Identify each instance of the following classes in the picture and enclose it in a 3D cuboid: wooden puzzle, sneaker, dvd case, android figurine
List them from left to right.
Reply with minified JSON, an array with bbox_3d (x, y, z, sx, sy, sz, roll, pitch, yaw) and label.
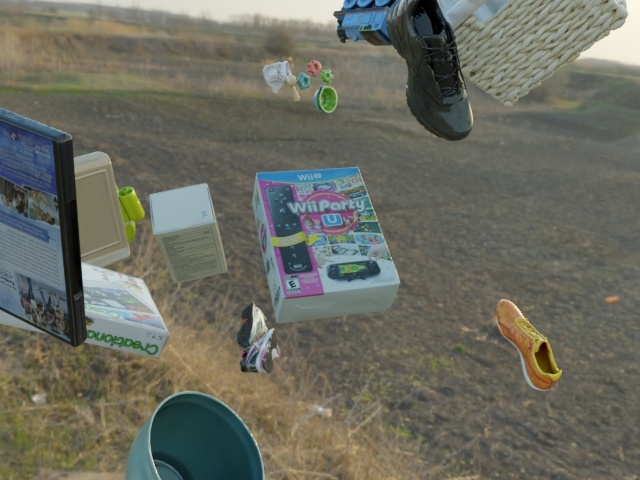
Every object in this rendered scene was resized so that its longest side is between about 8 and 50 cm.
[{"bbox_3d":[-0.327,-0.019,0.700,0.180,0.253,0.022,21,33,18],"label":"dvd case"},{"bbox_3d":[-0.515,-0.042,1.351,0.221,0.239,0.044,-25,29,-36],"label":"wooden puzzle"},{"bbox_3d":[-0.582,-0.058,1.702,0.248,0.273,0.056,-16,39,-5],"label":"android figurine"},{"bbox_3d":[-0.163,0.226,1.672,0.075,0.057,0.161,43,21,-23],"label":"sneaker"},{"bbox_3d":[-0.146,0.258,1.553,0.077,0.072,0.178,-9,8,9],"label":"sneaker"},{"bbox_3d":[0.205,-0.317,1.198,0.109,0.286,0.130,-25,4,-9],"label":"sneaker"},{"bbox_3d":[0.362,0.171,1.142,0.064,0.067,0.175,-8,54,-26],"label":"sneaker"}]

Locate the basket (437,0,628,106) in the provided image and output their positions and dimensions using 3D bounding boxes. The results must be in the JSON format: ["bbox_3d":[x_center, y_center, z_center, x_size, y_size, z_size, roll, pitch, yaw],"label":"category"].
[{"bbox_3d":[0.402,-0.519,1.356,0.266,0.328,0.331,31,46,-24],"label":"basket"}]

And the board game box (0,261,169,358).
[{"bbox_3d":[-0.398,0.081,1.011,0.305,0.053,0.193,21,12,-33],"label":"board game box"}]

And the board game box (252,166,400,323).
[{"bbox_3d":[0.000,0.000,1.296,0.223,0.098,0.303,-5,51,-15],"label":"board game box"}]

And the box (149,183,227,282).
[{"bbox_3d":[-0.330,-0.014,1.670,0.148,0.232,0.127,-12,56,-8],"label":"box"}]

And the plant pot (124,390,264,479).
[{"bbox_3d":[-0.292,0.499,1.398,0.293,0.196,0.293,37,27,-22],"label":"plant pot"}]

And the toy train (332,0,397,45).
[{"bbox_3d":[0.102,-0.476,1.423,0.184,0.105,0.080,16,-9,46],"label":"toy train"}]

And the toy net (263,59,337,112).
[{"bbox_3d":[-0.042,-0.403,1.648,0.045,0.122,0.232,13,0,43],"label":"toy net"}]
